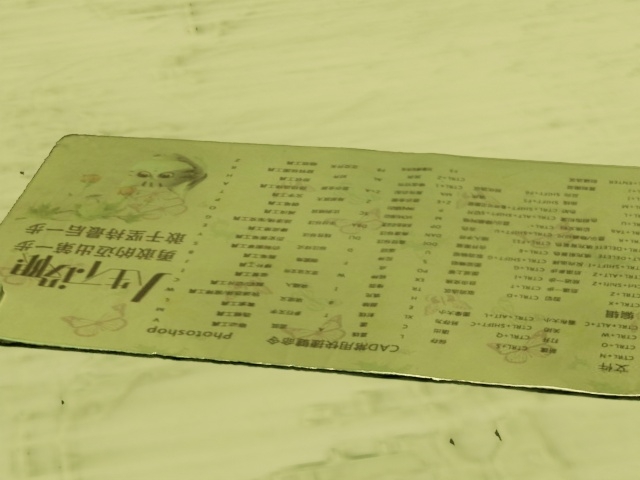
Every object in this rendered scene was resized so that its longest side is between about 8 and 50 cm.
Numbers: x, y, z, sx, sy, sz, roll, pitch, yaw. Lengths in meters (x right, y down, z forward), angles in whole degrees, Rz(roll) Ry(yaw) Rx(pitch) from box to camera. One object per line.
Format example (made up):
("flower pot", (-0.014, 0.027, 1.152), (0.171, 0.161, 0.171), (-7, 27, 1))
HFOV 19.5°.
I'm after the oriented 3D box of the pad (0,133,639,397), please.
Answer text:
("pad", (0.000, 0.001, 0.710), (0.265, 0.009, 0.159), (4, 31, 12))
